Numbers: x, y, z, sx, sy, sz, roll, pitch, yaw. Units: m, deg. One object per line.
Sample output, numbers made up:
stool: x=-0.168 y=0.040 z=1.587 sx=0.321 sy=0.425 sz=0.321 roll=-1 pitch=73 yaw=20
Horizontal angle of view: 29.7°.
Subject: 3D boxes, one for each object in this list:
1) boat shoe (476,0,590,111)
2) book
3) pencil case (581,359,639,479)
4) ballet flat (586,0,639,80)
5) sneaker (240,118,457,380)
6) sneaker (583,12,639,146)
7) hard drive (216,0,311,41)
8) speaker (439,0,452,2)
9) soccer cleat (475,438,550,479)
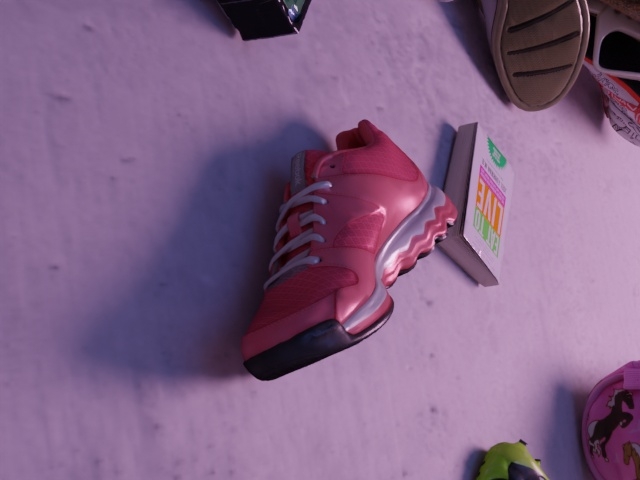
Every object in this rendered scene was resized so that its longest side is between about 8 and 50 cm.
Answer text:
boat shoe: x=0.218 y=-0.288 z=1.312 sx=0.103 sy=0.113 sz=0.302 roll=-108 pitch=-178 yaw=-54
book: x=0.165 y=-0.037 z=1.254 sx=0.096 sy=0.035 sz=0.144 roll=44 pitch=47 yaw=-41
pencil case: x=0.465 y=0.231 z=1.452 sx=0.386 sy=0.167 sz=0.160 roll=11 pitch=39 yaw=-50
ballet flat: x=0.332 y=-0.262 z=1.394 sx=0.124 sy=0.342 sz=0.116 roll=-61 pitch=-179 yaw=4
sneaker: x=0.000 y=0.000 z=0.992 sx=0.136 sy=0.116 sz=0.314 roll=56 pitch=35 yaw=-10
sneaker: x=0.358 y=-0.224 z=1.508 sx=0.090 sy=0.145 sz=0.270 roll=-42 pitch=83 yaw=-6
hard drive: x=-0.080 y=-0.360 z=0.955 sx=0.339 sy=0.064 sz=0.237 roll=56 pitch=41 yaw=-43
speaker: x=0.101 y=-0.304 z=1.227 sx=0.136 sy=0.055 sz=0.055 roll=38 pitch=52 yaw=-40
soccer cleat: x=0.226 y=0.274 z=1.184 sx=0.179 sy=0.060 sz=0.072 roll=41 pitch=56 yaw=3
